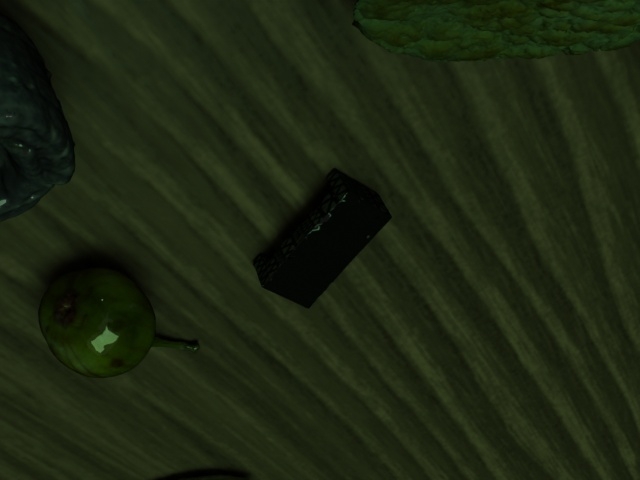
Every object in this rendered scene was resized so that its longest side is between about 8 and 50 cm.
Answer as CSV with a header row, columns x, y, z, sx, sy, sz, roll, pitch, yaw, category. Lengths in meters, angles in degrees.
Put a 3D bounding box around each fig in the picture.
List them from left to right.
x,y,z,sx,sy,sz,roll,pitch,yaw,category
-0.162,0.089,0.698,0.093,0.093,0.166,-32,132,5,fig

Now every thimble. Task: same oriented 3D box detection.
x,y,z,sx,sy,sz,roll,pitch,yaw,category
-0.231,-0.072,0.506,0.150,0.097,0.150,-22,163,-7,thimble

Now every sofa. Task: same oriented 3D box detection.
x,y,z,sx,sy,sz,roll,pitch,yaw,category
0.000,0.000,0.721,0.060,0.039,0.118,27,113,-36,sofa

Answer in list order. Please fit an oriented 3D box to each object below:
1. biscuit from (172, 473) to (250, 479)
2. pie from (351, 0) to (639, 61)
x,y,z,sx,sy,sz,roll,pitch,yaw,category
-0.193,0.332,0.916,0.133,0.032,0.250,29,113,-34,biscuit
0.143,-0.180,0.518,0.257,0.105,0.274,-17,174,-3,pie
